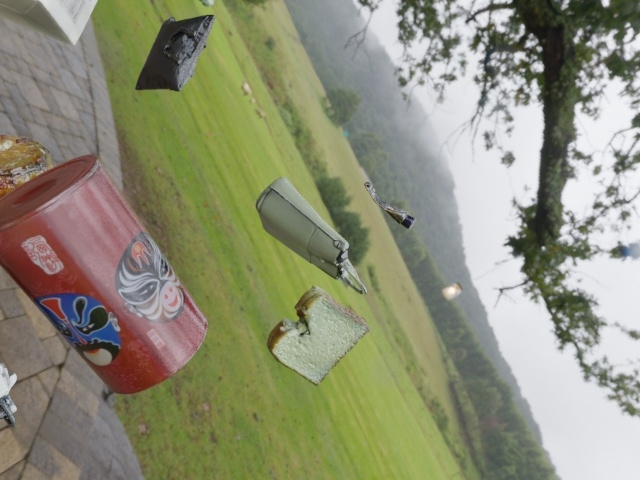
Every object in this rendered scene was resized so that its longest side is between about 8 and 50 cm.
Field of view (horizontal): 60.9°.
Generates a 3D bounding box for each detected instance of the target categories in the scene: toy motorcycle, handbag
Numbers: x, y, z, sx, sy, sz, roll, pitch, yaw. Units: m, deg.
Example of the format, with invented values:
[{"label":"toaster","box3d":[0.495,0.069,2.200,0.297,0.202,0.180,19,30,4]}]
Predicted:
[{"label":"toy motorcycle","box3d":[-0.579,0.212,0.917,0.150,0.102,0.221,8,-61,42]},{"label":"handbag","box3d":[-0.415,-0.535,1.557,0.211,0.254,0.088,16,-12,37]},{"label":"handbag","box3d":[0.000,0.000,1.256,0.315,0.109,0.241,37,-13,13]}]

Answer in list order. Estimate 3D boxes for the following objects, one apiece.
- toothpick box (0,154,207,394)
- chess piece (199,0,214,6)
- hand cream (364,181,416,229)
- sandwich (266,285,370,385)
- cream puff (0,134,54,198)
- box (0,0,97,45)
[{"label":"toothpick box","box3d":[-0.347,0.058,0.864,0.204,0.204,0.333,-107,172,-61]},{"label":"chess piece","box3d":[-0.339,-0.711,1.582,0.059,0.059,0.149,61,5,-2]},{"label":"hand cream","box3d":[0.176,-0.092,1.416,0.163,0.039,0.062,41,22,9]},{"label":"sandwich","box3d":[-0.018,0.305,1.743,0.249,0.273,0.095,39,6,-26]},{"label":"cream puff","box3d":[-0.788,-0.166,1.356,0.240,0.239,0.164,-107,-160,-60]},{"label":"box","box3d":[-0.440,-0.522,0.858,0.224,0.341,0.143,22,-9,-2]}]
